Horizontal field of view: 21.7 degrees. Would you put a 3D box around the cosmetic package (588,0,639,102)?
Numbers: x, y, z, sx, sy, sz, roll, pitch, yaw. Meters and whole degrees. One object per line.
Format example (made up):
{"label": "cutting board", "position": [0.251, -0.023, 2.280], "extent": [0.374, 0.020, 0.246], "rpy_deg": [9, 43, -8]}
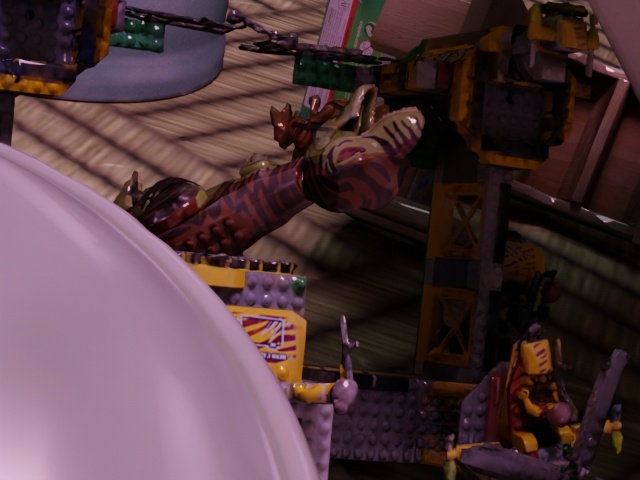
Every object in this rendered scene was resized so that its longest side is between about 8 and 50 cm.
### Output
{"label": "cosmetic package", "position": [0.195, -0.171, 0.732], "extent": [0.162, 0.453, 0.230], "rpy_deg": [-17, 54, 19]}

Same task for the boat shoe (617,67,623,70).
{"label": "boat shoe", "position": [0.324, -0.047, 1.138], "extent": [0.119, 0.121, 0.335], "rpy_deg": [-13, 24, -34]}

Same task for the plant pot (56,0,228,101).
{"label": "plant pot", "position": [-0.188, -0.241, 1.128], "extent": [0.293, 0.196, 0.293], "rpy_deg": [12, 24, -6]}

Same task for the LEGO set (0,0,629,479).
{"label": "LEGO set", "position": [0.000, 0.000, 0.629], "extent": [0.331, 0.255, 0.192], "rpy_deg": [16, -7, -28]}

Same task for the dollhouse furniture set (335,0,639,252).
{"label": "dollhouse furniture set", "position": [0.127, -0.085, 0.964], "extent": [0.161, 0.212, 0.242], "rpy_deg": [21, -3, 17]}

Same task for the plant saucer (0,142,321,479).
{"label": "plant saucer", "position": [-0.191, 0.070, 0.378], "extent": [0.401, 0.100, 0.400], "rpy_deg": [2, 45, -2]}

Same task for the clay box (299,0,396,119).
{"label": "clay box", "position": [0.071, -0.140, 1.145], "extent": [0.053, 0.127, 0.222], "rpy_deg": [25, 24, 22]}
